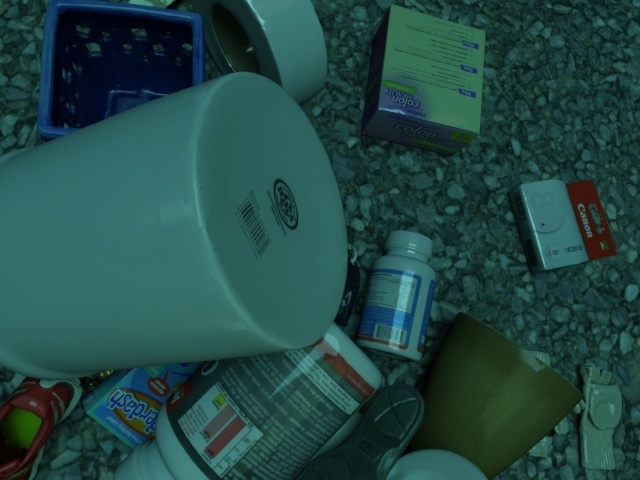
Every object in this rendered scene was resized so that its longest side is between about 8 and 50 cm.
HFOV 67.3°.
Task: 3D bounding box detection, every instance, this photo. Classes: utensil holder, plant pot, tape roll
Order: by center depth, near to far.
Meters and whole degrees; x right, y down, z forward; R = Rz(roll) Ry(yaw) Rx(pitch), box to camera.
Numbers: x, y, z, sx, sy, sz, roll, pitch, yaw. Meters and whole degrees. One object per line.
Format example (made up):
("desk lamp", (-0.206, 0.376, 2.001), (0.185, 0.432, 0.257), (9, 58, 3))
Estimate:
("utensil holder", (-0.199, -0.003, 0.609), (0.385, 0.327, 0.328), (-12, 77, 26))
("plant pot", (-0.315, -0.233, 0.816), (0.235, 0.212, 0.236), (1, 77, -13))
("plant pot", (0.272, 0.298, 0.834), (0.237, 0.237, 0.254), (35, 88, -3))
("tape roll", (-0.113, -0.364, 0.854), (0.100, 0.286, 0.286), (-36, 87, -17))

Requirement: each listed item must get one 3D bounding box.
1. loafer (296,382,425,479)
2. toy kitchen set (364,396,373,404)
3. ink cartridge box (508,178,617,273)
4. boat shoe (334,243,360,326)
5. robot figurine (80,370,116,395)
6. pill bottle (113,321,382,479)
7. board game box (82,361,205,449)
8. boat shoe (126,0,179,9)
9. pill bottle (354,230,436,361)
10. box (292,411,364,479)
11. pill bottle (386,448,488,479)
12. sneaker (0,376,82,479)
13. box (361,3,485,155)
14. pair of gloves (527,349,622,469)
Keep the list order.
("loafer", (0.057, 0.327, 0.688), (0.267, 0.084, 0.096), (-42, 53, -15))
("toy kitchen set", (0.067, 0.241, 0.861), (0.068, 0.075, 0.083), (-22, 87, -17))
("ink cartridge box", (0.541, -0.042, 1.043), (0.232, 0.066, 0.189), (-10, 80, -10))
("boat shoe", (0.000, 0.000, 0.890), (0.158, 0.127, 0.341), (14, 83, -16))
("robot figurine", (-0.397, 0.107, 0.786), (0.210, 0.085, 0.291), (-10, 80, -13))
("pill bottle", (-0.102, 0.256, 0.701), (0.363, 0.210, 0.210), (-44, 89, -7))
("board game box", (-0.239, 0.233, 0.776), (0.210, 0.047, 0.160), (-45, 119, -17))
("boat shoe", (-0.329, -0.475, 0.959), (0.133, 0.042, 0.049), (-40, 108, -18))
("pill bottle", (0.145, 0.101, 0.887), (0.124, 0.124, 0.222), (18, 74, -8))
("box", (-0.020, 0.417, 0.768), (0.121, 0.148, 0.311), (40, 74, -2))
("pill bottle", (0.214, 0.499, 0.709), (0.204, 0.204, 0.361), (-39, 117, -18))
("sneaker", (-0.454, 0.300, 0.679), (0.107, 0.118, 0.279), (31, 100, -9))
("box", (0.214, -0.328, 1.004), (0.213, 0.117, 0.243), (11, 74, -10))
("pair of gloves", (0.493, 0.335, 0.952), (0.239, 0.042, 0.204), (16, 74, -9))
